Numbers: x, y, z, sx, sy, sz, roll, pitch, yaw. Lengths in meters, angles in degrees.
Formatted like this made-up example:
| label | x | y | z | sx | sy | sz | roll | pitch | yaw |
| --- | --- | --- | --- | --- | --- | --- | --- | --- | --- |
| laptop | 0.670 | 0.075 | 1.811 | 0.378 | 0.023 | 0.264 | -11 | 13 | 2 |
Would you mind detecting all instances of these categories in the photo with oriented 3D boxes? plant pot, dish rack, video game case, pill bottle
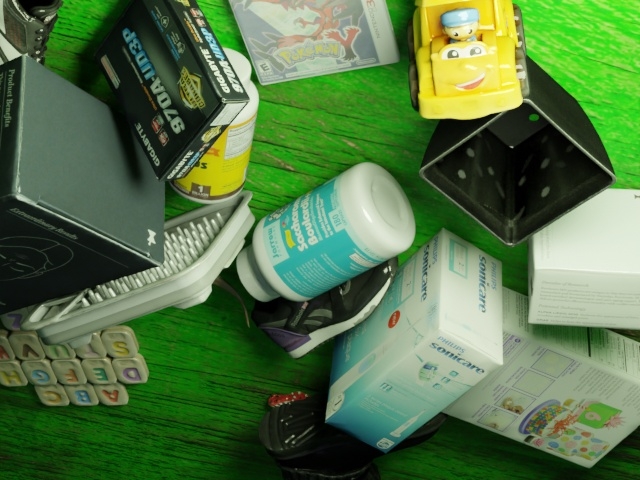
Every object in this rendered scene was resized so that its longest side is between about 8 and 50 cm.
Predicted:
| label | x | y | z | sx | sy | sz | roll | pitch | yaw |
| --- | --- | --- | --- | --- | --- | --- | --- | --- | --- |
| plant pot | 0.264 | -0.139 | 1.711 | 0.187 | 0.167 | 0.188 | 36 | 129 | -25 |
| dish rack | -0.255 | 0.052 | 1.885 | 0.333 | 0.285 | 0.072 | -20 | 108 | 24 |
| video game case | -0.011 | -0.298 | 1.695 | 0.201 | 0.023 | 0.183 | -7 | 132 | 15 |
| pill bottle | 0.000 | 0.000 | 1.898 | 0.264 | 0.146 | 0.146 | -29 | 124 | 30 |
| pill bottle | -0.151 | -0.161 | 1.782 | 0.117 | 0.117 | 0.215 | 11 | 134 | -2 |

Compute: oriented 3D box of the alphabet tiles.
| label | x | y | z | sx | sy | sz | roll | pitch | yaw |
| --- | --- | --- | --- | --- | --- | --- | --- | --- | --- |
| alphabet tiles | -0.454 | 0.206 | 2.252 | 0.284 | 0.021 | 0.278 | -2 | 134 | 10 |

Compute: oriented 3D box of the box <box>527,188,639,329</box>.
| label | x | y | z | sx | sy | sz | roll | pitch | yaw |
| --- | --- | --- | --- | --- | --- | --- | --- | --- | --- |
| box | 0.392 | 0.023 | 1.841 | 0.182 | 0.181 | 0.119 | 3 | 134 | 5 |

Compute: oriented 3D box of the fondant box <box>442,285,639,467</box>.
| label | x | y | z | sx | sy | sz | roll | pitch | yaw |
| --- | --- | --- | --- | --- | --- | --- | --- | --- | --- |
| fondant box | 0.374 | 0.232 | 2.109 | 0.330 | 0.096 | 0.238 | 23 | 133 | -13 |

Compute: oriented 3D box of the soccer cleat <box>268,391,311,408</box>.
| label | x | y | z | sx | sy | sz | roll | pitch | yaw |
| --- | --- | --- | --- | --- | --- | --- | --- | --- | --- |
| soccer cleat | -0.052 | 0.289 | 2.274 | 0.083 | 0.029 | 0.035 | -5 | 143 | 16 |

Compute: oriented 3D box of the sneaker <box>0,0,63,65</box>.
| label | x | y | z | sx | sy | sz | roll | pitch | yaw |
| --- | --- | --- | --- | --- | --- | --- | --- | --- | --- |
| sneaker | -0.406 | -0.279 | 1.716 | 0.135 | 0.097 | 0.276 | 0 | 133 | 11 |

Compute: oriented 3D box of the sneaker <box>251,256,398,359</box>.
| label | x | y | z | sx | sy | sz | roll | pitch | yaw |
| --- | --- | --- | --- | --- | --- | --- | --- | --- | --- |
| sneaker | -0.003 | 0.085 | 2.017 | 0.124 | 0.107 | 0.283 | 38 | 128 | -19 |

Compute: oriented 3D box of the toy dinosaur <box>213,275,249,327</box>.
| label | x | y | z | sx | sy | sz | roll | pitch | yaw |
| --- | --- | --- | --- | --- | --- | --- | --- | --- | --- |
| toy dinosaur | -0.185 | 0.051 | 2.047 | 0.212 | 0.064 | 0.112 | 27 | 151 | -5 |

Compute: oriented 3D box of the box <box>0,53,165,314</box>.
| label | x | y | z | sx | sy | sz | roll | pitch | yaw |
| --- | --- | --- | --- | --- | --- | --- | --- | --- | --- |
| box | -0.462 | -0.054 | 1.785 | 0.396 | 0.211 | 0.293 | -16 | 153 | 28 |

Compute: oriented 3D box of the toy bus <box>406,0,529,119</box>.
| label | x | y | z | sx | sy | sz | roll | pitch | yaw |
| --- | --- | --- | --- | --- | --- | --- | --- | --- | --- |
| toy bus | 0.174 | -0.281 | 1.558 | 0.150 | 0.220 | 0.211 | -5 | 127 | 9 |

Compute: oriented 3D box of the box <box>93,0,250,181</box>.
| label | x | y | z | sx | sy | sz | roll | pitch | yaw |
| --- | --- | --- | --- | --- | --- | --- | --- | --- | --- |
| box | -0.200 | -0.217 | 1.682 | 0.051 | 0.220 | 0.175 | -9 | 153 | -46 |

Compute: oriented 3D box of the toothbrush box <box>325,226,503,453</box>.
| label | x | y | z | sx | sy | sz | roll | pitch | yaw |
| --- | --- | --- | --- | --- | --- | --- | --- | --- | --- |
| toothbrush box | 0.146 | 0.159 | 1.985 | 0.126 | 0.216 | 0.295 | 30 | 132 | -20 |

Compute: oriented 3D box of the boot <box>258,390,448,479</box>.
| label | x | y | z | sx | sy | sz | roll | pitch | yaw |
| --- | --- | --- | --- | --- | --- | --- | --- | --- | --- |
| boot | 0.081 | 0.375 | 2.265 | 0.348 | 0.131 | 0.260 | -11 | 134 | 15 |
